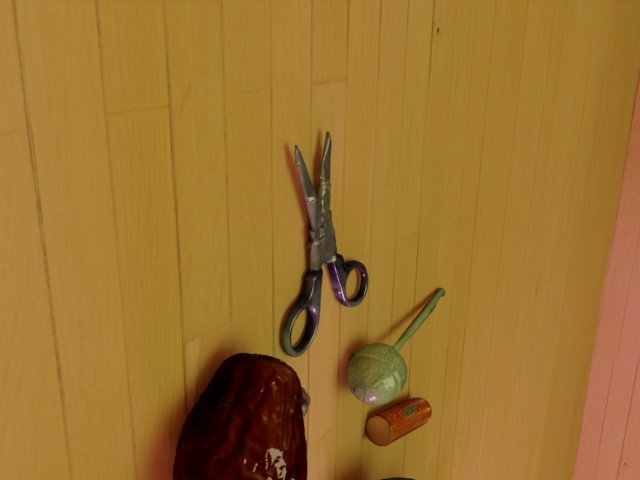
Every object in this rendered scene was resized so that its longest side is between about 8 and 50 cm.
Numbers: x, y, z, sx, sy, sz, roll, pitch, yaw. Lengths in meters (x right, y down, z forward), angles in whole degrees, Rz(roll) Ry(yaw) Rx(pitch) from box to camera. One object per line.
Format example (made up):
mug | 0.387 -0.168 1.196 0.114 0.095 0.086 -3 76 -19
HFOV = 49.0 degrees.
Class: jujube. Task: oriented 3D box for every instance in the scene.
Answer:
jujube | -0.111 0.316 1.036 0.197 0.197 0.290 43 52 -53

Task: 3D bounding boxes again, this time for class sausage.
sausage | 0.192 0.407 1.612 0.234 0.071 0.071 -4 106 -55

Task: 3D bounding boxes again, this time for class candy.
candy | 0.188 0.204 1.524 0.440 0.119 0.119 -40 133 -51

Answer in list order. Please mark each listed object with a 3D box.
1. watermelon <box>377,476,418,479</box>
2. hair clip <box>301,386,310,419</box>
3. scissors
watermelon | 0.160 0.636 1.459 0.285 0.285 0.285 -25 122 -49
hair clip | -0.080 0.366 1.179 0.257 0.075 0.146 -61 -179 -15
scissors | 0.000 0.000 1.217 0.256 0.029 0.383 -37 133 -42
